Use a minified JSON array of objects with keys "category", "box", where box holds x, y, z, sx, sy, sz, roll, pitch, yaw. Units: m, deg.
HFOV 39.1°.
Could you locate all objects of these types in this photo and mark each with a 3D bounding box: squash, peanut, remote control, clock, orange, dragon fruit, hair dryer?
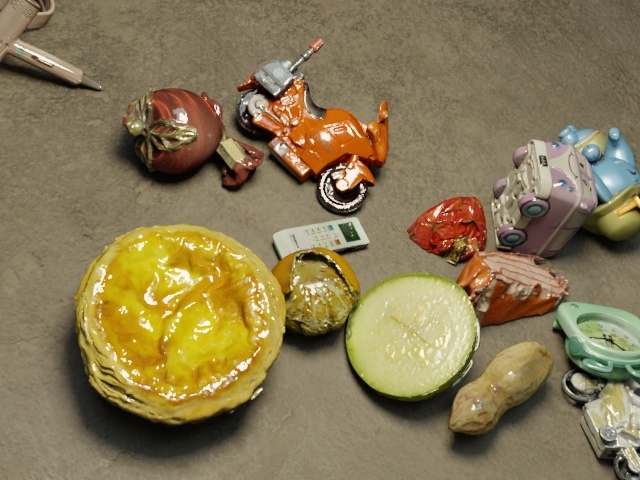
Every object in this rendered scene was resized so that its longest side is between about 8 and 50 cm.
[{"category":"squash","box":[0.144,0.151,1.444,0.219,0.041,0.219,-8,58,13]},{"category":"peanut","box":[0.282,0.238,1.434,0.228,0.104,0.085,-33,74,-29]},{"category":"remote control","box":[0.000,0.000,1.581,0.166,0.029,0.065,-11,57,-26]},{"category":"clock","box":[0.476,0.175,1.509,0.148,0.060,0.188,11,26,-2]},{"category":"orange","box":[-0.014,0.080,1.457,0.157,0.134,0.156,-3,46,3]},{"category":"dragon fruit","box":[0.254,-0.023,1.629,0.162,0.083,0.106,-17,63,-26]},{"category":"hair dryer","box":[-0.521,-0.312,1.653,0.220,0.195,0.053,38,7,-31]}]

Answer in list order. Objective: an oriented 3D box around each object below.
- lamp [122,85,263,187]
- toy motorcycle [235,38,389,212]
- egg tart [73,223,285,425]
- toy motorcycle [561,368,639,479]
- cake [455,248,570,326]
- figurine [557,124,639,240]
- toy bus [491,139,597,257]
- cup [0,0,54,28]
[{"category":"lamp","box":[-0.227,-0.187,1.584,0.223,0.151,0.215,-22,67,-28]},{"category":"toy motorcycle","box":[0.004,-0.218,1.672,0.221,0.148,0.326,-44,79,-10]},{"category":"egg tart","box":[-0.214,0.131,1.371,0.341,0.132,0.341,7,55,-10]},{"category":"toy motorcycle","box":[0.497,0.293,1.467,0.151,0.074,0.228,-14,50,-16]},{"category":"cake","box":[0.329,0.074,1.564,0.287,0.135,0.098,-11,44,-31]},{"category":"figurine","box":[0.526,-0.120,1.712,0.154,0.180,0.262,-25,71,-6]},{"category":"toy bus","box":[0.402,-0.076,1.625,0.142,0.202,0.142,10,54,-9]},{"category":"cup","box":[-0.668,-0.498,1.692,0.208,0.288,0.273,-24,58,14]}]
